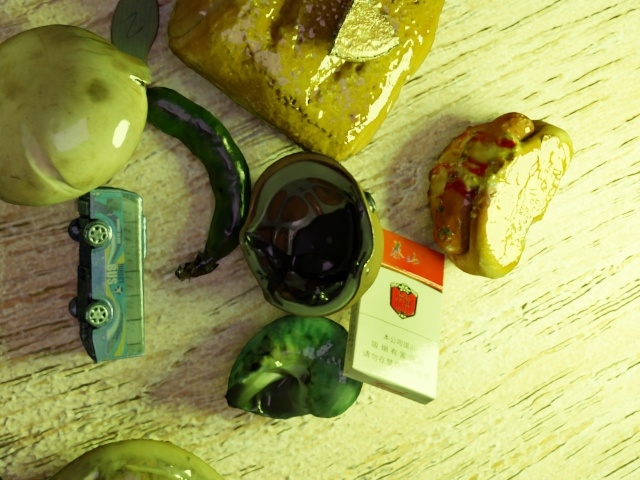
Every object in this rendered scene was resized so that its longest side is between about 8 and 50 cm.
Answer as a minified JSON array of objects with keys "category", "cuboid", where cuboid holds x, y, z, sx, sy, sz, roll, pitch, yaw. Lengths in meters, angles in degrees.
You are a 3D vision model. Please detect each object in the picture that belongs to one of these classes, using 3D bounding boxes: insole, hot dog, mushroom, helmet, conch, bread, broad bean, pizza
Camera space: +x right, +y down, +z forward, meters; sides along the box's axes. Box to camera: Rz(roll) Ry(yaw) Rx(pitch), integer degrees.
[{"category":"insole","cuboid":[-0.251,-0.256,1.264,0.064,0.004,0.188,4,82,-4]},{"category":"hot dog","cuboid":[0.249,-0.081,1.388,0.153,0.150,0.256,31,86,-27]},{"category":"mushroom","cuboid":[-0.324,-0.152,1.175,0.255,0.255,0.184,-36,139,-10]},{"category":"helmet","cuboid":[0.000,0.000,1.304,0.198,0.130,0.224,-19,71,18]},{"category":"conch","cuboid":[-0.026,0.186,1.342,0.188,0.122,0.176,27,103,-15]},{"category":"bread","cuboid":[-0.259,0.358,1.262,0.314,0.171,0.192,0,93,-18]},{"category":"bread","cuboid":[-0.003,-0.308,1.281,0.337,0.148,0.328,37,85,-18]},{"category":"broad bean","cuboid":[-0.172,-0.095,1.304,0.144,0.049,0.292,-19,102,-11]},{"category":"pizza","cuboid":[0.060,-0.268,1.225,0.099,0.029,0.100,21,91,-32]}]

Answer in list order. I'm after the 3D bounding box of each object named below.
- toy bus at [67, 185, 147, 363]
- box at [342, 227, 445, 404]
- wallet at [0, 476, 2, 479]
[{"category":"toy bus","cuboid":[-0.284,0.042,1.276,0.094,0.079,0.236,-3,97,-33]},{"category":"box","cuboid":[0.109,0.101,1.346,0.139,0.035,0.245,23,53,-17]},{"category":"wallet","cuboid":[-0.537,0.349,1.245,0.250,0.044,0.149,-26,106,-13]}]
